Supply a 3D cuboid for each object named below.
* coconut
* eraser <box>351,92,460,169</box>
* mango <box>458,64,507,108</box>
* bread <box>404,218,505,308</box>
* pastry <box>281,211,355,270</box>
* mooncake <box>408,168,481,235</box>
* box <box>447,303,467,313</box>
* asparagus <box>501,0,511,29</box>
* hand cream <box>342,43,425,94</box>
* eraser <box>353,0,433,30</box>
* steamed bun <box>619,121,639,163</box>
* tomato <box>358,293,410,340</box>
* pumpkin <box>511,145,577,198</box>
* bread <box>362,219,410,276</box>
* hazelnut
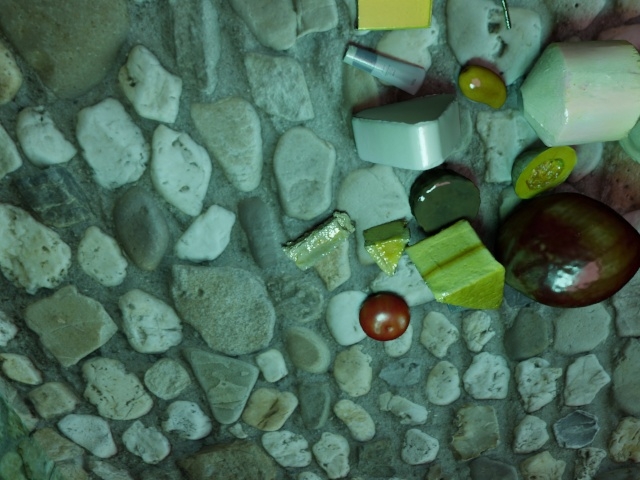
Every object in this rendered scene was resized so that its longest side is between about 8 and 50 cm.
[{"bbox_3d":[0.738,-0.422,1.376,0.310,0.297,0.297,1,117,12],"label":"coconut"},{"bbox_3d":[0.246,-0.327,1.433,0.332,0.331,0.149,-11,118,1],"label":"eraser"},{"bbox_3d":[0.503,-0.468,1.451,0.184,0.084,0.102,23,113,-21],"label":"mango"},{"bbox_3d":[0.473,0.141,1.601,0.245,0.233,0.361,-28,141,2],"label":"bread"},{"bbox_3d":[0.002,0.005,1.647,0.259,0.089,0.121,-31,126,14],"label":"pastry"},{"bbox_3d":[0.411,-0.130,1.588,0.229,0.124,0.228,-3,120,-6],"label":"mooncake"},{"bbox_3d":[0.528,0.226,1.804,0.100,0.054,0.074,-19,114,5],"label":"box"},{"bbox_3d":[0.537,-0.682,1.385,0.018,0.015,0.127,-24,115,6],"label":"asparagus"},{"bbox_3d":[0.193,-0.518,1.426,0.256,0.048,0.079,17,119,-14],"label":"hand cream"},{"bbox_3d":[0.207,-0.679,1.334,0.226,0.069,0.157,-3,115,-3],"label":"eraser"},{"bbox_3d":[1.048,-0.396,1.458,0.324,0.219,0.309,-45,128,-10],"label":"steamed bun"},{"bbox_3d":[0.241,0.289,1.769,0.195,0.136,0.194,-2,115,-3],"label":"tomato"},{"bbox_3d":[0.712,-0.241,1.557,0.218,0.110,0.217,-12,133,-13],"label":"pumpkin"},{"bbox_3d":[0.257,0.020,1.638,0.160,0.140,0.169,-30,117,21],"label":"bread"},{"bbox_3d":[0.775,0.035,1.526,0.422,0.420,0.352,-9,132,0],"label":"hazelnut"}]
